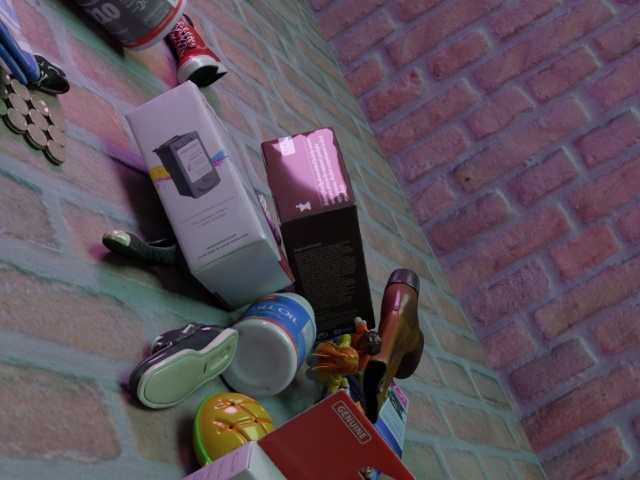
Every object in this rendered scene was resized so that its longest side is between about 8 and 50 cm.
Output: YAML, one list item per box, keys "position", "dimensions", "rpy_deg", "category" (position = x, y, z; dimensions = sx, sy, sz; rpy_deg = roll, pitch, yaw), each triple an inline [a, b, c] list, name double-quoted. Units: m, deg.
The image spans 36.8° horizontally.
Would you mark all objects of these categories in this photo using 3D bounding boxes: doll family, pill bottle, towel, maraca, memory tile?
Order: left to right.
- position: [-0.467, -0.356, 1.317]
  dimensions: [0.285, 0.034, 0.209]
  rpy_deg: [59, -3, 44]
  category: "towel"
- position: [-0.412, -0.177, 1.350]
  dimensions: [0.148, 0.012, 0.113]
  rpy_deg: [43, 22, -40]
  category: "memory tile"
- position: [-0.387, -0.486, 1.723]
  dimensions: [0.283, 0.161, 0.161]
  rpy_deg: [42, 23, -43]
  category: "pill bottle"
- position: [-0.111, 0.273, 1.243]
  dimensions: [0.127, 0.099, 0.185]
  rpy_deg: [29, 32, -22]
  category: "maraca"
- position: [-0.076, 0.154, 1.522]
  dimensions: [0.124, 0.124, 0.221]
  rpy_deg: [56, 15, -5]
  category: "pill bottle"
- position: [0.031, 0.254, 1.566]
  dimensions: [0.118, 0.163, 0.262]
  rpy_deg: [3, 79, -23]
  category: "doll family"

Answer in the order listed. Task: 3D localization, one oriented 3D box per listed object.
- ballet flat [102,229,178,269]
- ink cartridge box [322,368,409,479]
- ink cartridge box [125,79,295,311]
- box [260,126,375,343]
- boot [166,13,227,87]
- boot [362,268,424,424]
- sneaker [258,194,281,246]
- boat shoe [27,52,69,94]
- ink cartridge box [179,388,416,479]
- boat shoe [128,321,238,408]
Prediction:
- position: [-0.258, 0.005, 1.372]
  dimensions: [0.173, 0.058, 0.049]
  rpy_deg: [31, 75, -69]
  category: "ballet flat"
- position: [0.089, 0.313, 1.828]
  dimensions: [0.185, 0.065, 0.311]
  rpy_deg: [55, 18, -8]
  category: "ink cartridge box"
- position: [-0.173, -0.065, 1.550]
  dimensions: [0.306, 0.131, 0.226]
  rpy_deg: [63, 2, 23]
  category: "ink cartridge box"
- position: [0.000, 0.000, 1.733]
  dimensions: [0.381, 0.143, 0.191]
  rpy_deg: [76, 0, -53]
  category: "box"
- position: [-0.287, -0.407, 2.011]
  dimensions: [0.176, 0.088, 0.244]
  rpy_deg: [56, 8, -5]
  category: "boot"
- position: [0.136, 0.233, 1.783]
  dimensions: [0.280, 0.096, 0.264]
  rpy_deg: [-69, 169, -51]
  category: "boot"
- position: [-0.114, -0.001, 1.764]
  dimensions: [0.115, 0.090, 0.232]
  rpy_deg: [57, 17, -16]
  category: "sneaker"
- position: [-0.411, -0.242, 1.418]
  dimensions: [0.038, 0.046, 0.125]
  rpy_deg: [56, 7, 10]
  category: "boat shoe"
- position: [0.001, 0.354, 1.133]
  dimensions: [0.296, 0.261, 0.066]
  rpy_deg: [52, 16, -17]
  category: "ink cartridge box"
- position: [-0.194, 0.161, 1.289]
  dimensions: [0.079, 0.084, 0.233]
  rpy_deg: [22, 17, 16]
  category: "boat shoe"
